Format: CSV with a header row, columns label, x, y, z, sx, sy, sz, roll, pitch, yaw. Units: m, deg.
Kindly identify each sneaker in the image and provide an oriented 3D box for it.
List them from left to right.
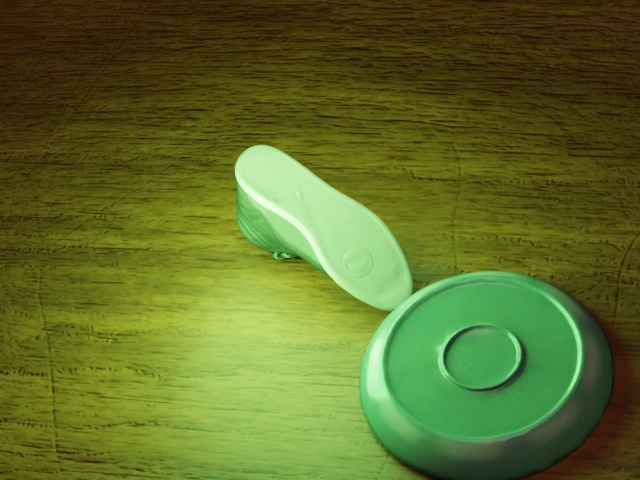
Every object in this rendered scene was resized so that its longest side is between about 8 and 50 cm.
label,x,y,z,sx,sy,sz,roll,pitch,yaw
sneaker,0.000,0.000,2.000,0.295,0.147,0.104,40,69,7

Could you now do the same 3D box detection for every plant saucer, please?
label,x,y,z,sx,sy,sz,roll,pitch,yaw
plant saucer,0.201,0.153,1.816,0.317,0.044,0.318,-7,48,8
